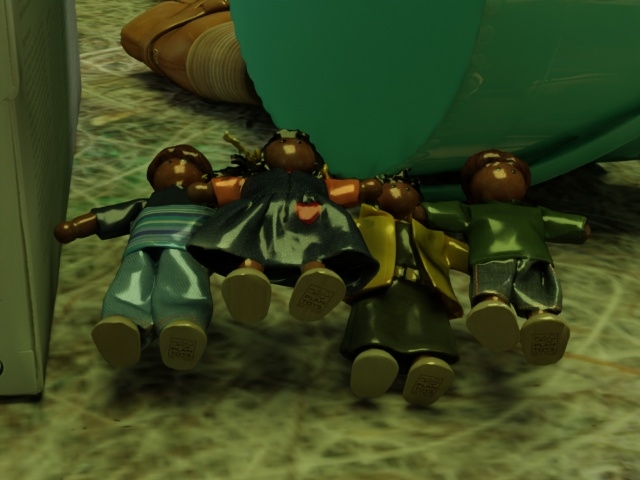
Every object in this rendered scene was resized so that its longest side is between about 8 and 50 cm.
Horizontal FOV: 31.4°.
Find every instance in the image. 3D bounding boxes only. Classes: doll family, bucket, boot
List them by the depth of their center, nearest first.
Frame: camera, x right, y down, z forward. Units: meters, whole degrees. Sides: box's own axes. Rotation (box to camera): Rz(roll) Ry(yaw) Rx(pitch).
[{"bbox_3d":[0.000,0.000,0.423,0.193,0.076,0.111,12,42,-10],"label":"doll family"},{"bbox_3d":[0.081,-0.157,0.581,0.183,0.281,0.281,-10,27,-29],"label":"bucket"},{"bbox_3d":[-0.023,-0.139,0.767,0.197,0.072,0.152,-12,24,-38],"label":"boot"}]

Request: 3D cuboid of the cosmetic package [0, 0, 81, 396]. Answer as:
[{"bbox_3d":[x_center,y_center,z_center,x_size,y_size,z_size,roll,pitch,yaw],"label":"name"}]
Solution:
[{"bbox_3d":[-0.163,-0.147,0.494,0.098,0.284,0.377,0,23,-9],"label":"cosmetic package"}]
